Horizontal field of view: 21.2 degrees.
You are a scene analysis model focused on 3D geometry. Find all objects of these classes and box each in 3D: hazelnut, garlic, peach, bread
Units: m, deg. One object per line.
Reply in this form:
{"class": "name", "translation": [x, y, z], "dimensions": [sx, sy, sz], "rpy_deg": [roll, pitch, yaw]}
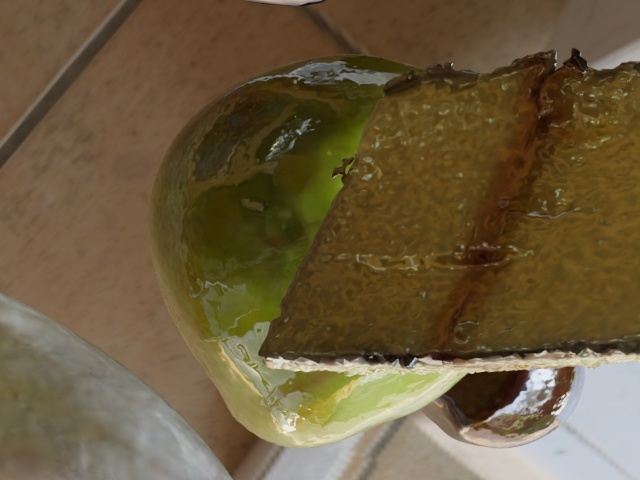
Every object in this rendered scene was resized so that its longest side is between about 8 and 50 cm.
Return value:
{"class": "hazelnut", "translation": [0.172, 0.100, 1.791], "dimensions": [0.218, 0.218, 0.234], "rpy_deg": [-15, 91, -23]}
{"class": "garlic", "translation": [-0.142, 0.094, 0.641], "dimensions": [0.244, 0.164, 0.145], "rpy_deg": [14, 100, -18]}
{"class": "peach", "translation": [0.006, -0.004, 1.374], "dimensions": [0.314, 0.315, 0.281], "rpy_deg": [-46, 113, -6]}
{"class": "bread", "translation": [0.095, -0.021, 0.881], "dimensions": [0.135, 0.240, 0.178], "rpy_deg": [10, 78, -57]}

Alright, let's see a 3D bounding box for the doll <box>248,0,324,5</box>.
{"class": "doll", "translation": [0.016, -0.214, 0.350], "dimensions": [0.339, 0.318, 0.209], "rpy_deg": [-41, 60, 6]}
